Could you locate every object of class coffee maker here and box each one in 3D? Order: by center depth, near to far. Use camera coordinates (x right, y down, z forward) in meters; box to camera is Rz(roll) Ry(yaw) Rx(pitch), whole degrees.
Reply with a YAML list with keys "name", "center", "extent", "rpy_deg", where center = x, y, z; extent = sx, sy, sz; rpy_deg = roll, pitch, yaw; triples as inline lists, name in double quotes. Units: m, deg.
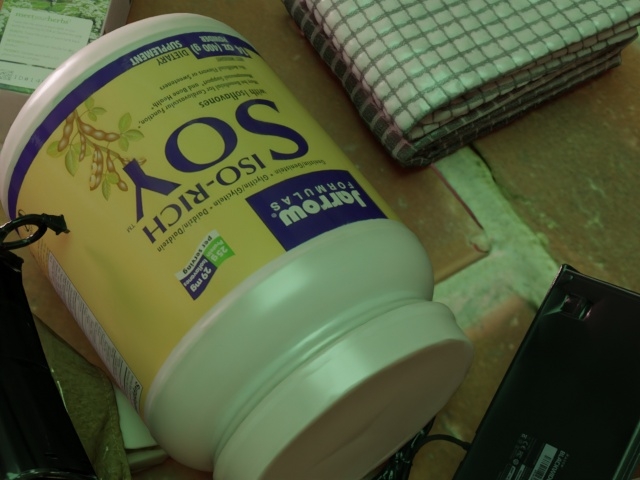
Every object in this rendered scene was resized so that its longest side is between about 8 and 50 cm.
- name: "coffee maker"
  center: [-0.224, 0.100, 0.816]
  extent: [0.120, 0.171, 0.178]
  rpy_deg: [1, 53, -50]

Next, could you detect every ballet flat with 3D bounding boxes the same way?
- name: "ballet flat"
  center: [-0.150, 0.202, 0.913]
  extent: [0.124, 0.116, 0.342]
  rpy_deg: [-7, 61, -30]

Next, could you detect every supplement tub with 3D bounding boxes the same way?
- name: "supplement tub"
  center: [-0.066, 0.019, 0.921]
  extent: [0.241, 0.241, 0.331]
  rpy_deg: [-31, 65, -18]

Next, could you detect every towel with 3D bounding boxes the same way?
- name: "towel"
  center: [0.134, -0.219, 1.141]
  extent: [0.283, 0.121, 0.235]
  rpy_deg: [-26, 65, -14]

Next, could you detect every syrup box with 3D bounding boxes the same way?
- name: "syrup box"
  center: [-0.232, -0.204, 1.119]
  extent: [0.093, 0.096, 0.237]
  rpy_deg: [9, 62, -1]

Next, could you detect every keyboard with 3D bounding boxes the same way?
- name: "keyboard"
  center: [0.133, 0.166, 0.913]
  extent: [0.201, 0.033, 0.317]
  rpy_deg: [23, 81, 40]

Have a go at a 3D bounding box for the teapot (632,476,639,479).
- name: "teapot"
  center: [0.360, 0.130, 0.940]
  extent: [0.256, 0.187, 0.252]
  rpy_deg: [23, 39, 37]
